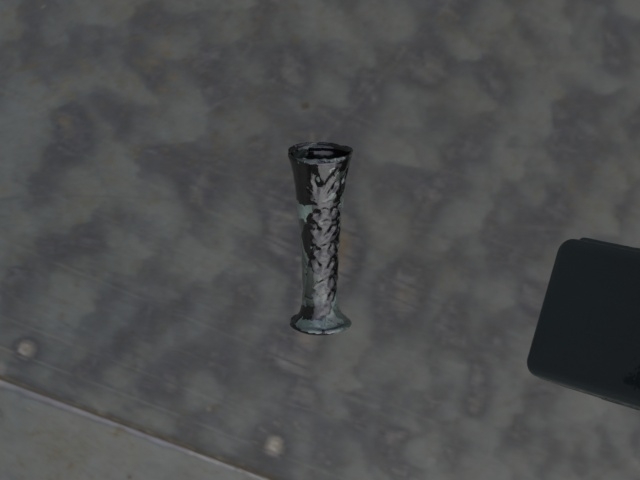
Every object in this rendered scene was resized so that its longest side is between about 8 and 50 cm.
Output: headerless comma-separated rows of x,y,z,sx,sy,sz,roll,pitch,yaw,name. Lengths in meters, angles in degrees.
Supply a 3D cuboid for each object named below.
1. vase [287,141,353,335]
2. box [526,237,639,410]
0.000,0.000,1.130,0.059,0.059,0.167,-10,112,-26,vase
0.326,0.089,1.288,0.050,0.230,0.160,19,86,-45,box
